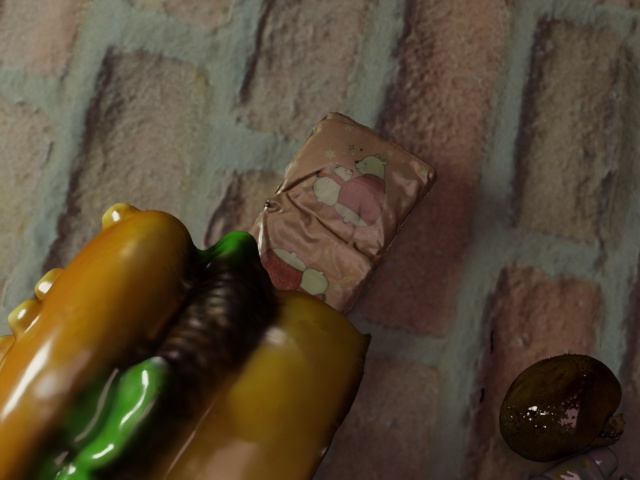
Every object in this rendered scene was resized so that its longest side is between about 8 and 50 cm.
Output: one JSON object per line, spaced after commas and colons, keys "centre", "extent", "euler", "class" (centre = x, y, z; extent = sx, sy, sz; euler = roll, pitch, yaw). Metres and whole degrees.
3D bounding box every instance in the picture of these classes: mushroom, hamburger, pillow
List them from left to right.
{"centre": [-0.163, 0.178, 1.561], "extent": [0.277, 0.396, 0.395], "euler": [29, 67, -1], "class": "hamburger"}
{"centre": [0.000, 0.000, 1.830], "extent": [0.135, 0.049, 0.248], "euler": [31, 71, 3], "class": "pillow"}
{"centre": [0.228, 0.162, 1.784], "extent": [0.127, 0.127, 0.087], "euler": [-35, 115, -20], "class": "mushroom"}

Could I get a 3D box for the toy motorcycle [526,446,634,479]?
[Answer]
{"centre": [0.242, 0.263, 1.765], "extent": [0.225, 0.073, 0.152], "euler": [8, 64, -7], "class": "toy motorcycle"}
